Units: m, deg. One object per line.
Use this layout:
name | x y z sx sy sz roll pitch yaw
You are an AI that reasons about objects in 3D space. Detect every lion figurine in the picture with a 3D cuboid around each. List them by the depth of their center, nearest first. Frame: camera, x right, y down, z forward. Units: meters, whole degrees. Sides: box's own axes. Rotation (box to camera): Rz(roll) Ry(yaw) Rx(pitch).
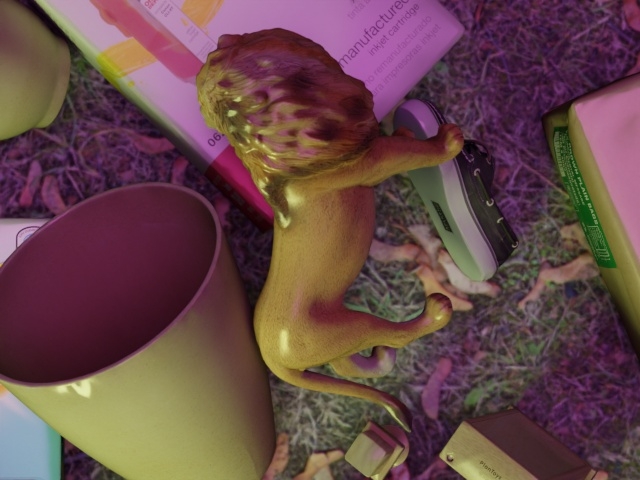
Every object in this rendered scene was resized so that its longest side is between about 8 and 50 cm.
lion figurine | 0.000 0.000 1.686 0.240 0.142 0.392 -6 98 -34

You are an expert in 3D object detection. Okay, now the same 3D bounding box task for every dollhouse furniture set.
dollhouse furniture set | 0.130 0.357 1.850 0.303 0.174 0.355 37 104 20

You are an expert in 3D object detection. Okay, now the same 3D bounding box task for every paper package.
paper package | 0.427 -0.039 1.866 0.309 0.168 0.325 -22 91 -5

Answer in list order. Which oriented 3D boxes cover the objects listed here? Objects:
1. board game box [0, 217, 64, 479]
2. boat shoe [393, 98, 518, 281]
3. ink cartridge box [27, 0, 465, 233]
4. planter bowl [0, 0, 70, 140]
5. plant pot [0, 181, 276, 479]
board game box | -0.384 0.144 1.837 0.254 0.079 0.336 0 88 -5
boat shoe | 0.146 -0.061 1.855 0.076 0.080 0.228 -38 121 -17
ink cartridge box | -0.093 -0.238 1.830 0.384 0.160 0.279 44 86 -3
planter bowl | -0.317 -0.169 1.825 0.109 0.162 0.162 10 87 -32
plant pot | -0.153 0.129 1.763 0.256 0.256 0.274 -34 128 -5
